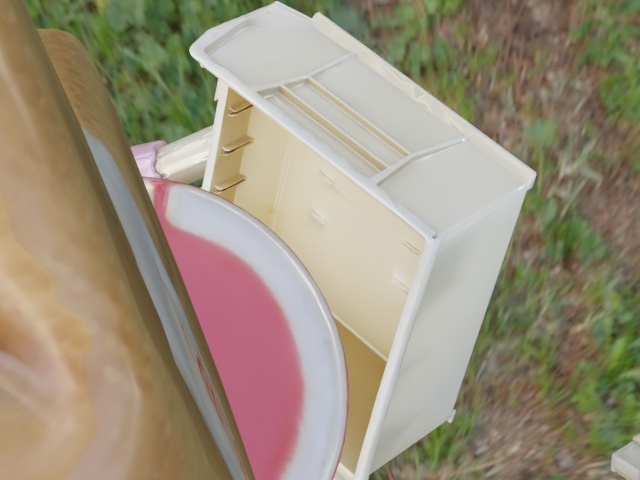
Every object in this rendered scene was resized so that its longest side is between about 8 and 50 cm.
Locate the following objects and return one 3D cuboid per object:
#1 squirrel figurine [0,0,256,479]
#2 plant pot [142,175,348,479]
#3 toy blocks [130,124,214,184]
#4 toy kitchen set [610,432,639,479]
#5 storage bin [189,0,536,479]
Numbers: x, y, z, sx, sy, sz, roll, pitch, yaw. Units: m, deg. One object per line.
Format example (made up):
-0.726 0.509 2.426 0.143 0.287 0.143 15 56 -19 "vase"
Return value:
-0.189 0.140 0.512 0.370 0.281 0.397 -22 94 -2 "squirrel figurine"
-0.109 0.088 0.937 0.275 0.243 0.275 2 79 -13 "plant pot"
-0.127 0.098 1.770 0.260 0.288 0.309 -20 48 26 "toy blocks"
0.266 0.182 1.404 0.083 0.075 0.068 -26 42 -32 "toy kitchen set"
0.000 0.000 1.405 0.260 0.262 0.123 39 48 26 "storage bin"
